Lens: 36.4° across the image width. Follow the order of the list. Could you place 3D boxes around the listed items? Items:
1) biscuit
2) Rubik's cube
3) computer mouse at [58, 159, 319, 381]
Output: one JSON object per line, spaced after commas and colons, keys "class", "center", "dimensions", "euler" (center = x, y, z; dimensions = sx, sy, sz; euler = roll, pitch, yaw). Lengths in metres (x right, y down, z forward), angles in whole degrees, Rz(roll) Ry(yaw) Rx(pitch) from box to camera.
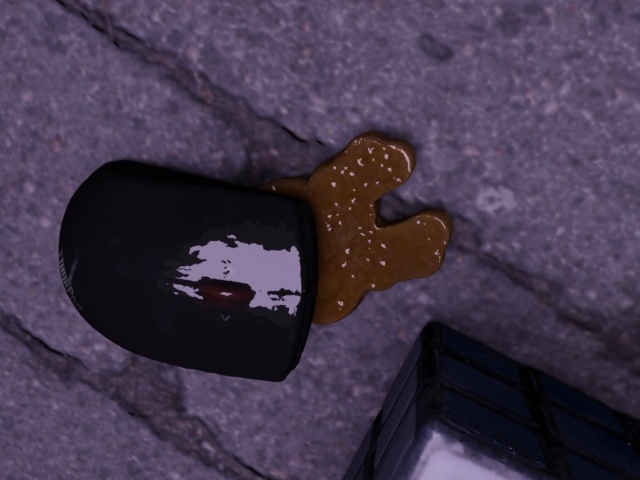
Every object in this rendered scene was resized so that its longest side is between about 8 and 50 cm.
{"class": "biscuit", "center": [0.001, 0.003, 0.881], "dimensions": [0.236, 0.040, 0.144], "euler": [-26, 94, 27]}
{"class": "Rubik's cube", "center": [0.150, 0.284, 0.779], "dimensions": [0.305, 0.301, 0.303], "euler": [25, 101, 3]}
{"class": "computer mouse", "center": [-0.133, 0.026, 0.866], "dimensions": [0.269, 0.100, 0.170], "euler": [11, 110, 21]}
